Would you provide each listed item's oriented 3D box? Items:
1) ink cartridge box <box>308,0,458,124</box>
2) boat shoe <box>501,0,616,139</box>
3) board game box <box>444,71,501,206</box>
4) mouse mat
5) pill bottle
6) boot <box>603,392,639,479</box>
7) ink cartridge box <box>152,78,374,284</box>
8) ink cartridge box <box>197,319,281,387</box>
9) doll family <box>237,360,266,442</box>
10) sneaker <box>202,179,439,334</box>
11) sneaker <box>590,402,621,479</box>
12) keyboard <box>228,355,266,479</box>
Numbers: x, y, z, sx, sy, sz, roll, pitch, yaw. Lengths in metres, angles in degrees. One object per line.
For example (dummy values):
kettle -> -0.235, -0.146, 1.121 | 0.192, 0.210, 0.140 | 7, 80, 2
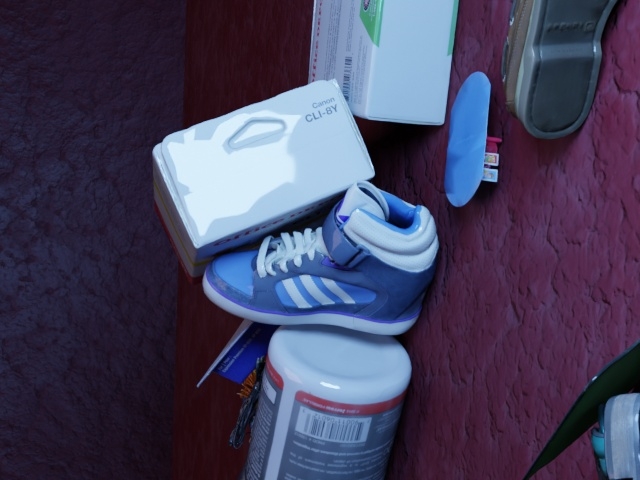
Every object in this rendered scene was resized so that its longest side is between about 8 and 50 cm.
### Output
ink cartridge box -> 0.083, -0.288, 1.523 | 0.289, 0.122, 0.211 | -146, 60, -69
boat shoe -> 0.241, -0.259, 1.047 | 0.104, 0.111, 0.307 | -114, 32, -53
board game box -> 0.196, -0.123, 1.298 | 0.133, 0.033, 0.168 | 160, 117, -76
mouse mat -> 0.248, 0.125, 0.886 | 0.007, 0.190, 0.152 | 43, 136, 25
pill bottle -> -0.002, 0.309, 1.549 | 0.210, 0.210, 0.363 | -117, 35, -57
boot -> 0.312, 0.183, 0.672 | 0.229, 0.091, 0.263 | -20, 64, 33
ink cartridge box -> -0.100, -0.075, 1.583 | 0.384, 0.279, 0.160 | 127, 119, -77
ink cartridge box -> -0.074, 0.114, 1.683 | 0.176, 0.069, 0.371 | -49, 1, 23
doll family -> -0.119, 0.325, 2.056 | 0.163, 0.118, 0.263 | -116, 34, -56
sneaker -> 0.000, 0.000, 1.422 | 0.130, 0.323, 0.236 | -75, -7, -51
sneaker -> 0.264, 0.228, 0.872 | 0.295, 0.124, 0.178 | -45, 50, 54
keyboard -> -0.055, 0.271, 1.654 | 0.033, 0.201, 0.317 | 36, 108, 43
